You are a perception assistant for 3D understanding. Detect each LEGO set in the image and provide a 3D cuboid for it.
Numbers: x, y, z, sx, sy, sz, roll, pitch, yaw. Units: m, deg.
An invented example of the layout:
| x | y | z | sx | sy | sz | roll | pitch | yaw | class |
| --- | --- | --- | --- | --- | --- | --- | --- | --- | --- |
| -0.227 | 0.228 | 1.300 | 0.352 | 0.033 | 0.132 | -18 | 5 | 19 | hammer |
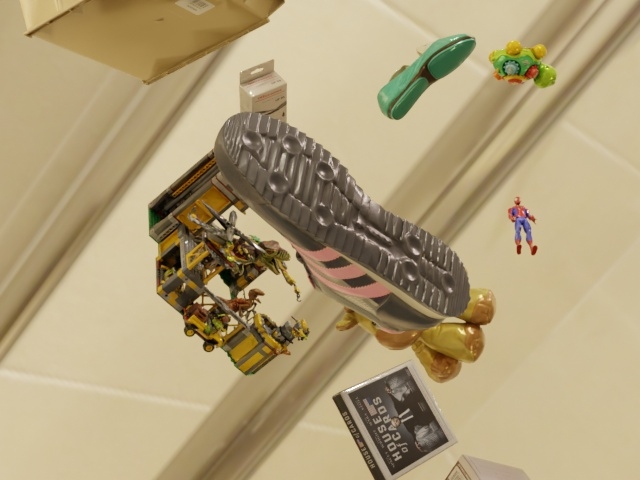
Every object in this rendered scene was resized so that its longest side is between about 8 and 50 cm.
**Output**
| x | y | z | sx | sy | sz | roll | pitch | yaw | class |
| --- | --- | --- | --- | --- | --- | --- | --- | --- | --- |
| -0.101 | 0.006 | 1.525 | 0.255 | 0.192 | 0.331 | 46 | 14 | -20 | LEGO set |

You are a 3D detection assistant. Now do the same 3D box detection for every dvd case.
| x | y | z | sx | sy | sz | roll | pitch | yaw | class |
| --- | --- | --- | --- | --- | --- | --- | --- | --- | --- |
| 0.138 | 0.325 | 1.974 | 0.239 | 0.030 | 0.179 | -15 | 73 | -52 | dvd case |

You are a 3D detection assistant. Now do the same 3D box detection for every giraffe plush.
| x | y | z | sx | sy | sz | roll | pitch | yaw | class |
| --- | --- | --- | --- | --- | --- | --- | --- | --- | --- |
| 0.126 | 0.105 | 1.605 | 0.210 | 0.181 | 0.170 | 25 | 9 | 39 | giraffe plush |

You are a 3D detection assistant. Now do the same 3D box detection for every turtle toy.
| x | y | z | sx | sy | sz | roll | pitch | yaw | class |
| --- | --- | --- | --- | --- | --- | --- | --- | --- | --- |
| 0.363 | -0.309 | 1.947 | 0.130 | 0.066 | 0.095 | 7 | -7 | -15 | turtle toy |

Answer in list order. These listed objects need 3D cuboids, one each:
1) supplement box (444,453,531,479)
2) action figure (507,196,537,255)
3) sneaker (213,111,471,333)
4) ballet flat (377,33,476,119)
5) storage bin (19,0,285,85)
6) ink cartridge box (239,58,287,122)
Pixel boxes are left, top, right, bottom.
| x | y | z | sx | sy | sz | roll | pitch | yaw | class |
| --- | --- | --- | --- | --- | --- | --- | --- | --- | --- |
| 0.209 | 0.441 | 1.624 | 0.130 | 0.239 | 0.073 | 19 | 20 | -32 | supplement box |
| 0.302 | -0.026 | 1.636 | 0.038 | 0.030 | 0.115 | -1 | 40 | 0 | action figure |
| 0.000 | 0.000 | 1.120 | 0.319 | 0.131 | 0.112 | 39 | 50 | -19 | sneaker |
| 0.211 | -0.360 | 2.284 | 0.087 | 0.247 | 0.083 | 49 | 4 | 34 | ballet flat |
| -0.224 | -0.339 | 1.441 | 0.262 | 0.260 | 0.123 | 16 | 55 | -61 | storage bin |
| -0.065 | -0.159 | 1.237 | 0.048 | 0.083 | 0.028 | -26 | 52 | -23 | ink cartridge box |
